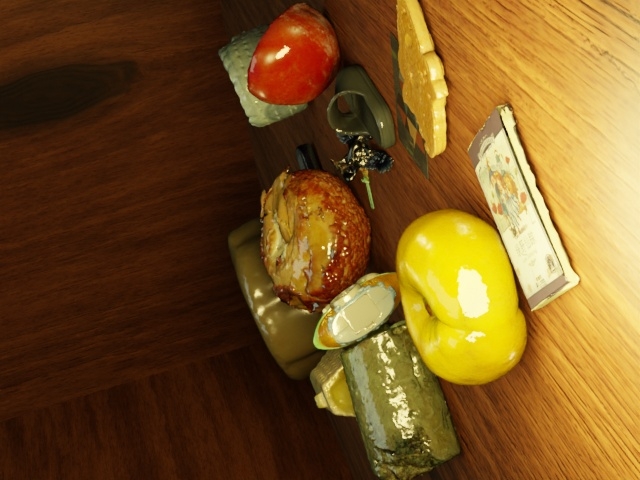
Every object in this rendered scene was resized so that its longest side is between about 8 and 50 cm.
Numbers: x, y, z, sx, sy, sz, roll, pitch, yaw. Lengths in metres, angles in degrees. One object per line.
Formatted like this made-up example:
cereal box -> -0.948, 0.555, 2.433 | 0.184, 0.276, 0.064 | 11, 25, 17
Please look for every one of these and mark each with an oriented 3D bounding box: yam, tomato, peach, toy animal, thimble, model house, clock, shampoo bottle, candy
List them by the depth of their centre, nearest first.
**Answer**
peach -> 0.194, 0.079, 1.300 | 0.251, 0.153, 0.251 | 58, 161, 33
toy animal -> 0.071, -0.169, 1.815 | 0.062, 0.108, 0.220 | 41, 179, -40
yam -> 0.155, 0.320, 1.881 | 0.195, 0.195, 0.300 | 133, 121, -80
tomato -> -0.036, -0.361, 1.889 | 0.233, 0.140, 0.200 | -47, -17, -56
clock -> 0.078, 0.140, 1.899 | 0.103, 0.231, 0.144 | 55, 174, -5
candy -> 0.094, -0.123, 1.923 | 0.056, 0.049, 0.184 | 17, 148, 24
model house -> 0.084, 0.302, 2.145 | 0.193, 0.234, 0.174 | -163, 57, -78
thimble -> -0.145, -0.419, 2.383 | 0.205, 0.172, 0.250 | 52, -163, -81
shampoo bottle -> -0.011, -0.144, 2.532 | 0.087, 0.049, 0.233 | 97, 155, -75

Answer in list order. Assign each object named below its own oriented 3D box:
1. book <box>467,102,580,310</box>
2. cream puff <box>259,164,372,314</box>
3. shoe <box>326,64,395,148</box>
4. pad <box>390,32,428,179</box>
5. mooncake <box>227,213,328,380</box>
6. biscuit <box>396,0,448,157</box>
book -> 0.243, -0.036, 1.161 | 0.157, 0.026, 0.231 | 105, 147, -74
cream puff -> -0.002, 0.004, 2.140 | 0.350, 0.229, 0.350 | -178, 90, -65
shoe -> 0.059, -0.243, 1.741 | 0.241, 0.093, 0.108 | -120, 15, -52
pad -> 0.144, -0.216, 1.532 | 0.143, 0.003, 0.211 | -116, 12, -49
mooncake -> -0.063, 0.139, 2.590 | 0.467, 0.262, 0.467 | 154, 90, -89
biscuit -> 0.146, -0.242, 1.361 | 0.162, 0.035, 0.250 | -142, 35, -67
